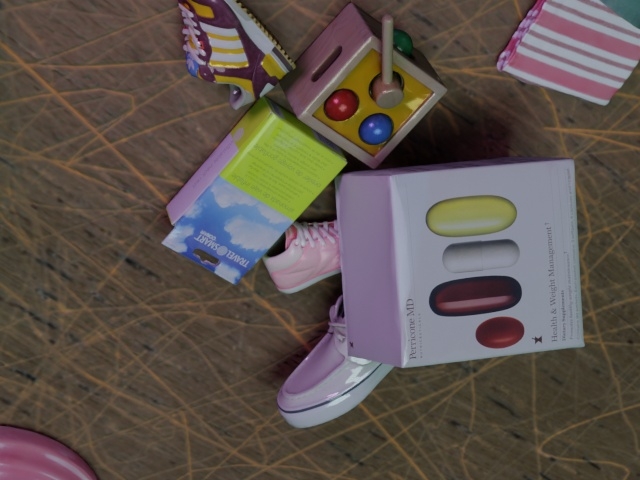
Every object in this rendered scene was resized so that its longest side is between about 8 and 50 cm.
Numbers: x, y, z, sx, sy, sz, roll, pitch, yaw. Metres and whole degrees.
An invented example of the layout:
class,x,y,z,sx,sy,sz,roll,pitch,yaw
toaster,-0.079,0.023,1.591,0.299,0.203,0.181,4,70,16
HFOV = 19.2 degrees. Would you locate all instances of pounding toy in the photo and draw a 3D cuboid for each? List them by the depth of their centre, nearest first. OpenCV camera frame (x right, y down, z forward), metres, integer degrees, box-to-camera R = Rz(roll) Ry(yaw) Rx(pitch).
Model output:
class,x,y,z,sx,sy,sz,roll,pitch,yaw
pounding toy,0.049,-0.158,1.840,0.130,0.100,0.141,32,110,-35

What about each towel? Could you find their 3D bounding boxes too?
class,x,y,z,sx,sy,sz,roll,pitch,yaw
towel,0.283,-0.233,1.920,0.144,0.029,0.197,17,120,-29

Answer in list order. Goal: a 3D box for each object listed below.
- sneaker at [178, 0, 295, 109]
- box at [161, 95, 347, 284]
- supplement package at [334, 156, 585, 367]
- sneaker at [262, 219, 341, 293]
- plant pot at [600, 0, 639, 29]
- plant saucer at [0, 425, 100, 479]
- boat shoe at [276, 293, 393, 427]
class,x,y,z,sx,sy,sz,roll,pitch,yaw
sneaker,-0.103,-0.195,1.779,0.084,0.069,0.185,-42,126,5
box,-0.071,-0.049,1.913,0.109,0.042,0.178,31,110,-33
supplement package,0.139,0.019,1.914,0.203,0.149,0.194,-6,94,-21
sneaker,0.000,0.000,1.968,0.134,0.051,0.070,-29,134,7
plant pot,0.231,-0.352,1.649,0.293,0.293,0.196,30,107,-34
plant saucer,-0.385,0.352,2.065,0.332,0.084,0.332,-10,127,-14
boat shoe,0.052,0.093,2.028,0.267,0.096,0.088,-36,124,6
